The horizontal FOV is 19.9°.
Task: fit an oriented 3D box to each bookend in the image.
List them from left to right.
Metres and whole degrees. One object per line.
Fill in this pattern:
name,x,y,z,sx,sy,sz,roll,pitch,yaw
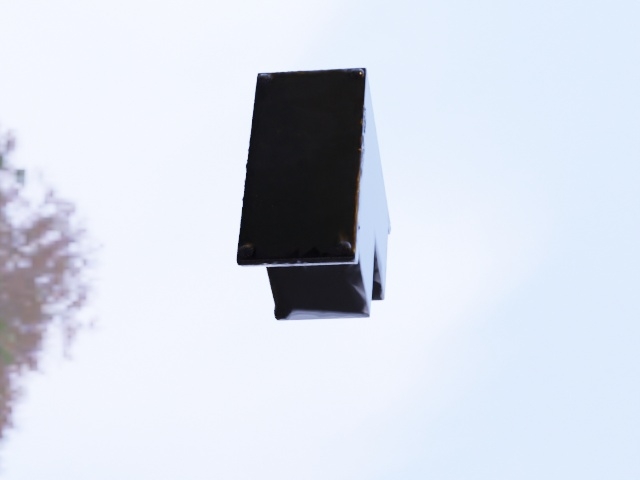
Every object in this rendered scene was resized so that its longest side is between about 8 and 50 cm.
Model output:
bookend,0.000,0.000,1.160,0.072,0.157,0.156,-2,-130,8
